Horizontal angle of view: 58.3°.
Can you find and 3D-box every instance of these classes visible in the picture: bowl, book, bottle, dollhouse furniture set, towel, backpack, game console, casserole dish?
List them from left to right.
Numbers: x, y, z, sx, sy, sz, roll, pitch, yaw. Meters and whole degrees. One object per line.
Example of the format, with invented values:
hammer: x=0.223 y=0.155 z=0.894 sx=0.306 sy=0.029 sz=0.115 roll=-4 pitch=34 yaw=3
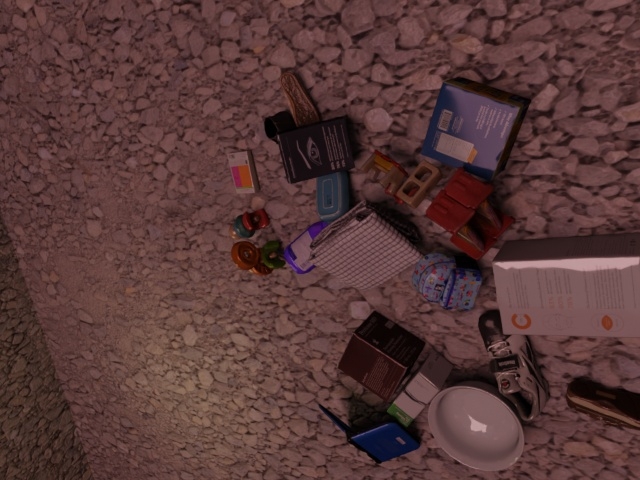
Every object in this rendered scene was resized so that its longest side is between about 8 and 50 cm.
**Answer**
book: x=-0.269 y=-0.236 z=1.988 sx=0.096 sy=0.035 sz=0.144 roll=0 pitch=109 yaw=35
bottle: x=0.000 y=0.000 z=1.880 sx=0.283 sy=0.092 sz=0.118 roll=-41 pitch=84 yaw=36
casserole dish: x=0.032 y=-0.143 z=1.785 sx=0.114 sy=0.037 sz=0.189 roll=-9 pitch=78 yaw=35
towel: x=0.135 y=0.015 z=1.733 sx=0.235 sy=0.121 sz=0.283 roll=33 pitch=131 yaw=-24
game console: x=0.171 y=0.642 z=1.986 sx=0.250 sy=0.173 sz=0.293 roll=-25 pitch=139 yaw=12
dollhouse furniture set: x=0.313 y=-0.129 z=1.561 sx=0.152 sy=0.201 sz=0.374 roll=-51 pitch=51 yaw=3
backpack: x=0.359 y=0.117 z=1.653 sx=0.173 sy=0.117 sz=0.158 roll=10 pitch=120 yaw=-10
bowl: x=0.494 y=0.546 z=1.773 sx=0.297 sy=0.134 sz=0.298 roll=14 pitch=117 yaw=29

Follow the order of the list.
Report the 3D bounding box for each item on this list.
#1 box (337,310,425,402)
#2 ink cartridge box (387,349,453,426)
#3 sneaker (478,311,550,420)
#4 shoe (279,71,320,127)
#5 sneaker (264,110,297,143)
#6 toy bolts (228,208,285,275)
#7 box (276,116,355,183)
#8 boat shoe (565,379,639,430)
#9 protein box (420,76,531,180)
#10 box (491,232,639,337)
box: x=0.197 y=0.374 z=1.866 sx=0.203 sy=0.168 sz=0.167 roll=32 pitch=123 yaw=17
ink cartridge box: x=0.321 y=0.473 z=1.841 sx=0.086 sy=0.153 sz=0.208 roll=37 pitch=126 yaw=12
sneaker: x=0.554 y=0.365 z=1.659 sx=0.122 sy=0.146 sz=0.331 roll=-31 pitch=90 yaw=38
shoe: x=-0.059 y=-0.416 z=1.773 sx=0.076 sy=0.058 sz=0.219 roll=-23 pitch=102 yaw=5
sneaker: x=-0.092 y=-0.298 z=1.796 sx=0.083 sy=0.118 sz=0.222 roll=-37 pitch=88 yaw=37
toy bolts: x=-0.264 y=0.019 z=2.001 sx=0.158 sy=0.218 sz=0.229 roll=-27 pitch=76 yaw=43
box: x=-0.016 y=-0.270 z=1.708 sx=0.206 sy=0.108 sz=0.153 roll=-13 pitch=105 yaw=-3
boat shoe: x=0.813 y=0.470 z=1.583 sx=0.257 sy=0.095 sz=0.095 roll=20 pitch=133 yaw=31
protein box: x=0.399 y=-0.292 z=1.483 sx=0.201 sy=0.136 sz=0.200 roll=26 pitch=121 yaw=21
box: x=0.646 y=0.116 z=1.480 sx=0.345 sy=0.168 sz=0.215 roll=-4 pitch=108 yaw=32
